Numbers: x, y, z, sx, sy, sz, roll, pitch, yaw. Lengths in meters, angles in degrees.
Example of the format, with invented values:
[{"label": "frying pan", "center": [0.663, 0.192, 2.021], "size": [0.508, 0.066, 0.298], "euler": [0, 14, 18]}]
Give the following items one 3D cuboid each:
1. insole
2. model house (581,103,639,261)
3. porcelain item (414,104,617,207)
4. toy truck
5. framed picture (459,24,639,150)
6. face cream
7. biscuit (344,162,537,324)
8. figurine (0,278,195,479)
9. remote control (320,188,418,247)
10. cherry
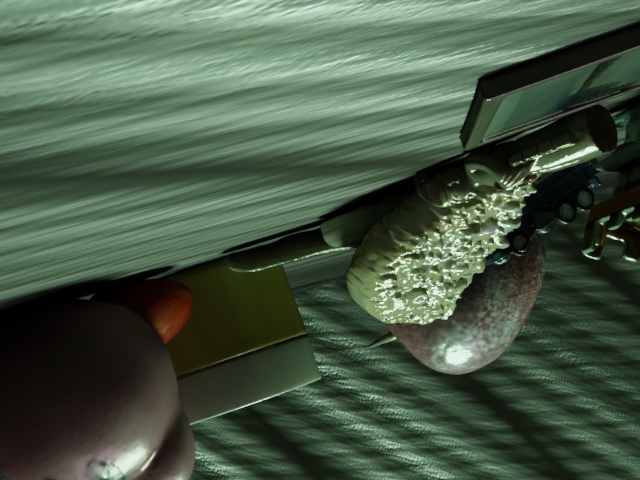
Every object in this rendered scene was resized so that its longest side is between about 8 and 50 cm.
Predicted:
[{"label": "insole", "center": [0.000, 0.000, 1.655], "size": [0.248, 0.011, 0.081], "euler": [-14, -158, -24]}, {"label": "model house", "center": [0.423, -0.066, 1.500], "size": [0.198, 0.215, 0.224], "euler": [23, 162, -14]}, {"label": "porcelain item", "center": [0.194, -0.079, 1.403], "size": [0.213, 0.054, 0.084], "euler": [-20, 174, 33]}, {"label": "toy truck", "center": [0.265, -0.048, 1.686], "size": [0.202, 0.088, 0.074], "euler": [-33, -178, -22]}, {"label": "framed picture", "center": [0.218, -0.130, 1.092], "size": [0.213, 0.016, 0.289], "euler": [-19, 176, 1]}, {"label": "face cream", "center": [-0.129, 0.126, 1.755], "size": [0.218, 0.179, 0.218], "euler": [-19, 176, -1]}, {"label": "biscuit", "center": [0.119, 0.005, 1.569], "size": [0.179, 0.084, 0.281], "euler": [-9, 148, -32]}, {"label": "figurine", "center": [-0.272, 0.155, 1.482], "size": [0.270, 0.261, 0.211], "euler": [-18, 149, 8]}, {"label": "remote control", "center": [0.099, -0.035, 1.633], "size": [0.221, 0.042, 0.078], "euler": [-16, 174, -30]}, {"label": "cherry", "center": [0.165, 0.058, 1.815], "size": [0.285, 0.236, 0.213], "euler": [-38, 171, 11]}]
